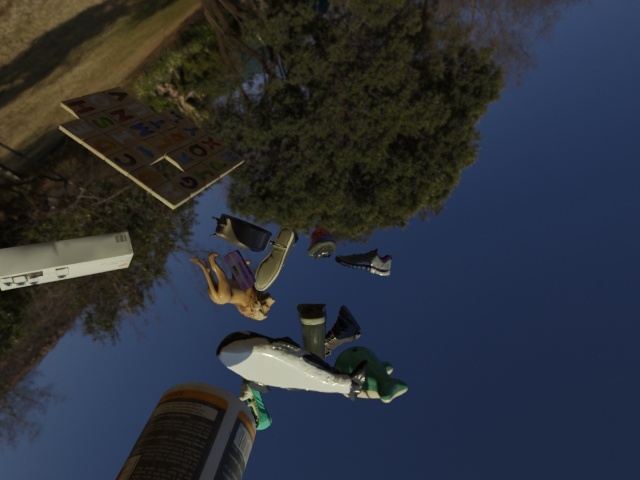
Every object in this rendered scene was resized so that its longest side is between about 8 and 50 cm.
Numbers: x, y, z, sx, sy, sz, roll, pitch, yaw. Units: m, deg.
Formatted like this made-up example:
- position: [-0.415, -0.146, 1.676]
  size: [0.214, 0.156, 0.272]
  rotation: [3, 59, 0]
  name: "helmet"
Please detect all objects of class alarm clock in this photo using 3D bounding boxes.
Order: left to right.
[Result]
- position: [-0.169, -0.009, 1.026]
  size: [0.129, 0.191, 0.064]
  rotation: [26, -82, 68]
  name: "alarm clock"

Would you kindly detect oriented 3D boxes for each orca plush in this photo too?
- position: [-0.051, 0.217, 0.825]
  size: [0.286, 0.151, 0.102]
  rotation: [7, -145, -5]
  name: "orca plush"

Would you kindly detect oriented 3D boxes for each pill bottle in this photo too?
- position: [-0.196, 0.345, 0.556]
  size: [0.162, 0.162, 0.278]
  rotation: [-27, -157, 26]
  name: "pill bottle"

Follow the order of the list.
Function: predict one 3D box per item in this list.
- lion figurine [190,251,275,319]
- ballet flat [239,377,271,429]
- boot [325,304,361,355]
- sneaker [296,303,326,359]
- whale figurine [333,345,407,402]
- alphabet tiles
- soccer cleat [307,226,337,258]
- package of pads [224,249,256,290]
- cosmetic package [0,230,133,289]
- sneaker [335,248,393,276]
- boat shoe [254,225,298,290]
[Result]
- position: [-0.346, 0.193, 1.657]
  size: [0.142, 0.392, 0.241]
  rotation: [-21, -109, 28]
  name: "lion figurine"
- position: [-0.281, 0.655, 1.735]
  size: [0.087, 0.248, 0.083]
  rotation: [-15, 168, -43]
  name: "ballet flat"
- position: [0.035, 0.368, 1.591]
  size: [0.228, 0.263, 0.091]
  rotation: [-30, -126, -8]
  name: "boot"
- position: [-0.024, 0.239, 1.141]
  size: [0.083, 0.118, 0.222]
  rotation: [-1, -176, 1]
  name: "sneaker"
- position: [0.157, 0.439, 1.406]
  size: [0.216, 0.141, 0.272]
  rotation: [-16, -169, -32]
  name: "whale figurine"
- position: [-0.263, -0.160, 0.663]
  size: [0.009, 0.237, 0.198]
  rotation: [-55, 180, 37]
  name: "alphabet tiles"
- position: [0.000, 0.000, 1.590]
  size: [0.108, 0.117, 0.318]
  rotation: [-6, 173, -2]
  name: "soccer cleat"
- position: [-0.166, 0.061, 0.882]
  size: [0.031, 0.083, 0.050]
  rotation: [-29, -176, -3]
  name: "package of pads"
- position: [-0.522, 0.041, 0.875]
  size: [0.099, 0.238, 0.061]
  rotation: [-32, -107, 55]
  name: "cosmetic package"
- position: [0.171, 0.068, 1.652]
  size: [0.083, 0.223, 0.098]
  rotation: [-137, -118, -81]
  name: "sneaker"
- position: [-0.124, 0.061, 1.261]
  size: [0.075, 0.065, 0.206]
  rotation: [22, -98, 32]
  name: "boat shoe"
